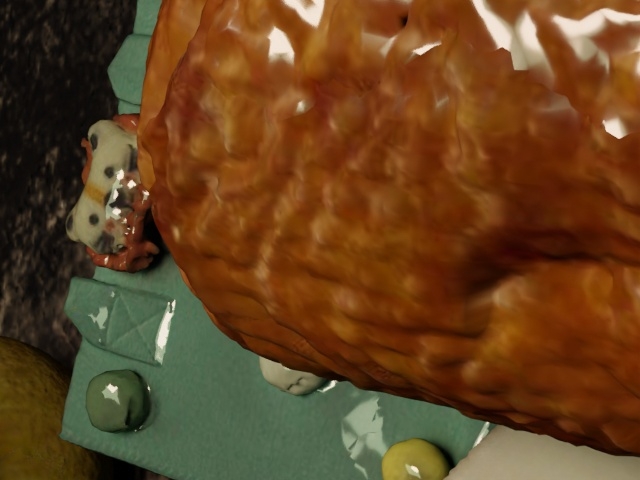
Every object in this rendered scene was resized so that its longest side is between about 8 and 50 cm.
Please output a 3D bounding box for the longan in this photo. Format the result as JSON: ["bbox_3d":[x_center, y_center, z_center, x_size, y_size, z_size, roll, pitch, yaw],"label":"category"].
[{"bbox_3d":[-0.185,0.130,0.954,0.155,0.145,0.176,-54,12,-4],"label":"longan"}]

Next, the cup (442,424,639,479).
[{"bbox_3d":[0.172,0.153,0.651,0.234,0.186,0.258,38,82,26],"label":"cup"}]

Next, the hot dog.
[{"bbox_3d":[0.127,-0.021,0.518,0.387,0.267,0.174,10,66,34],"label":"hot dog"}]

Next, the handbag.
[{"bbox_3d":[-0.001,0.000,0.815,0.274,0.100,0.269,13,95,32],"label":"handbag"}]
